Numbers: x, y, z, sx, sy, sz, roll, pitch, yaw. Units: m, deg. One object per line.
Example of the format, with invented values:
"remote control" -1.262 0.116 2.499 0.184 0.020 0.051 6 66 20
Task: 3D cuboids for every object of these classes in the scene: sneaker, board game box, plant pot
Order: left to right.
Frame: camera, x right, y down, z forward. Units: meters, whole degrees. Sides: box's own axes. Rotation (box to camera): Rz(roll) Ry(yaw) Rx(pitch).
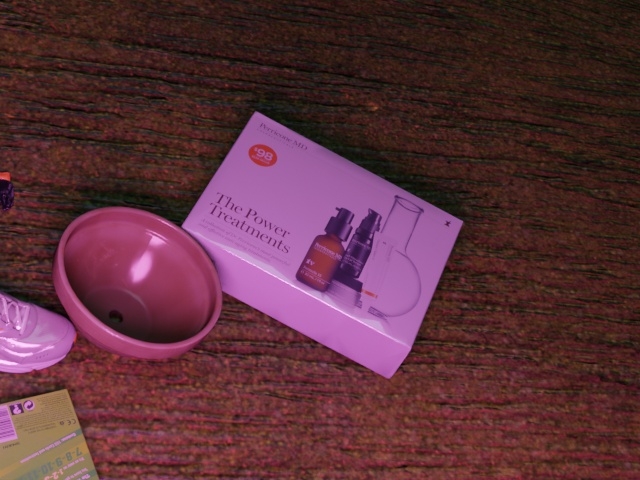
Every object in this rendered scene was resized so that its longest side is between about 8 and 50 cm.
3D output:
"sneaker" -0.444 0.092 1.619 0.262 0.121 0.099 14 50 -14
"board game box" -0.337 0.314 1.552 0.124 0.039 0.259 -11 57 -28
"plant pot" -0.262 0.076 1.702 0.237 0.110 0.237 19 44 -20

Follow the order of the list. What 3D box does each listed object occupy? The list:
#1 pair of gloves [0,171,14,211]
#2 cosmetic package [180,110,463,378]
"pair of gloves" -0.485 -0.072 1.800 0.083 0.010 0.074 2 53 -24
"cosmetic package" 0.000 0.000 1.893 0.377 0.097 0.284 28 46 -1
